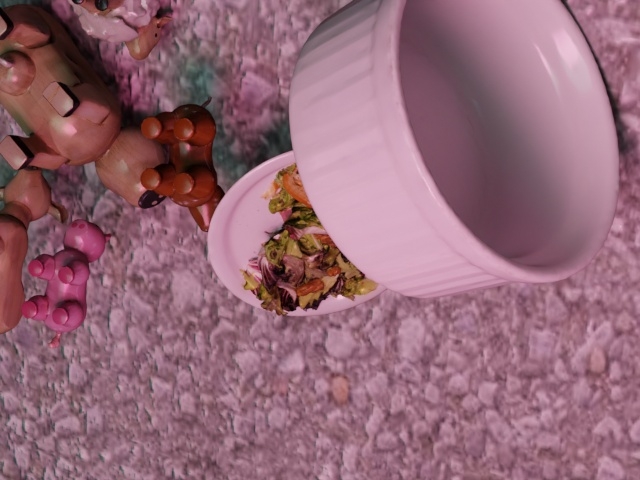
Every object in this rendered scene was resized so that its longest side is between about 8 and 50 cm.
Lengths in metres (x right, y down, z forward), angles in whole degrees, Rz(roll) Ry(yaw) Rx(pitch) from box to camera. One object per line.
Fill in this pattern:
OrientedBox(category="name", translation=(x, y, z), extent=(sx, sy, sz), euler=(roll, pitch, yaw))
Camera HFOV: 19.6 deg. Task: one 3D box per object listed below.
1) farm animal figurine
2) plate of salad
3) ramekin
OrientedBox(category="farm animal figurine", translation=(-0.233, -0.081, 1.698), extent=(0.330, 0.172, 0.327), euler=(-27, 84, 20))
OrientedBox(category="plate of salad", translation=(0.000, 0.000, 1.646), extent=(0.199, 0.048, 0.200), euler=(-7, 132, -8))
OrientedBox(category="ramekin", translation=(0.103, -0.086, 1.470), extent=(0.135, 0.277, 0.277), euler=(-20, 105, 42))
